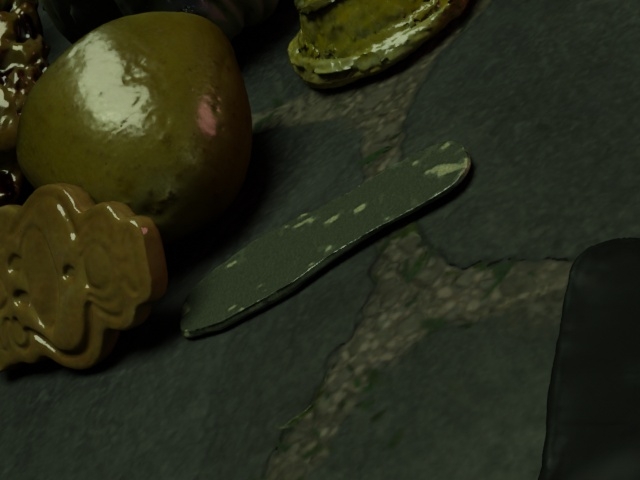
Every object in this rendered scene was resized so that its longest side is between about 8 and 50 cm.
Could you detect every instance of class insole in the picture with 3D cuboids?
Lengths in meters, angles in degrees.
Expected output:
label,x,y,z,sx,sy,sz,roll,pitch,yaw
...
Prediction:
label,x,y,z,sx,sy,sz,roll,pitch,yaw
insole,0.000,0.000,0.945,0.248,0.011,0.081,-30,31,16

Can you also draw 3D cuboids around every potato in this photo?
label,x,y,z,sx,sy,sz,roll,pitch,yaw
potato,-0.134,-0.066,1.057,0.203,0.178,0.158,-25,49,-7

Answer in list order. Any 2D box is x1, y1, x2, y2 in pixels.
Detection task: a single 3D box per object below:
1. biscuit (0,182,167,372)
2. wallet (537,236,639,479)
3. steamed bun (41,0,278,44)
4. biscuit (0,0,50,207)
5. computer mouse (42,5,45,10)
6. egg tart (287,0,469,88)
label,x,y,z,sx,sy,sz,roll,pitch,yaw
biscuit,-0.207,0.030,1.022,0.236,0.144,0.040,-11,5,44
wallet,0.275,0.033,0.553,0.377,0.051,0.197,-16,37,32
steamed bun,-0.164,-0.286,1.304,0.320,0.275,0.206,121,167,-57
biscuit,-0.368,-0.113,1.324,0.289,0.081,0.334,-22,56,48
computer mouse,-0.220,-0.347,1.566,0.264,0.147,0.088,-44,50,-14
egg tart,0.046,-0.212,1.137,0.191,0.074,0.191,-26,29,16
